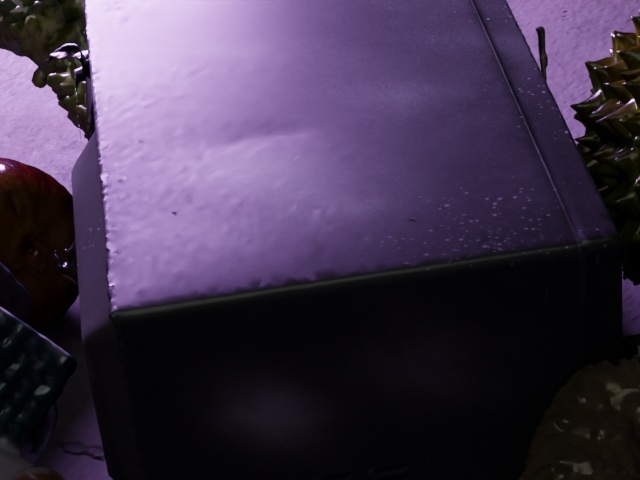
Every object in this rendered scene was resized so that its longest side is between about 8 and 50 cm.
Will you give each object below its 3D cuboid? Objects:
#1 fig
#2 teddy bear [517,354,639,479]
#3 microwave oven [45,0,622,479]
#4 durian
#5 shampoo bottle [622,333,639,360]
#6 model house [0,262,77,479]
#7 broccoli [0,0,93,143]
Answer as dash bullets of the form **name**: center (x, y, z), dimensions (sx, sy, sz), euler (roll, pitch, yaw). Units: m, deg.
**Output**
- **fig**: center (-0.263, 0.006, 1.634), dimensions (0.149, 0.148, 0.202), euler (19, 2, -4)
- **teddy bear**: center (0.207, 0.209, 1.107), dimensions (0.256, 0.156, 0.267), euler (23, 82, 13)
- **microwave oven**: center (0.000, 0.000, 1.385), dimensions (0.374, 0.236, 0.432), euler (-8, 34, -4)
- **durian**: center (0.299, -0.069, 1.377), dimensions (0.291, 0.225, 0.291), euler (-3, 32, 2)
- **shampoo bottle**: center (0.365, 0.073, 1.271), dimensions (0.350, 0.125, 0.084), euler (-12, 66, -3)
- **model house**: center (-0.246, 0.154, 1.362), dimensions (0.301, 0.190, 0.271), euler (29, 78, 36)
- **broccoli**: center (-0.126, -0.187, 1.732), dimensions (0.277, 0.317, 0.338), euler (-36, -3, -4)
